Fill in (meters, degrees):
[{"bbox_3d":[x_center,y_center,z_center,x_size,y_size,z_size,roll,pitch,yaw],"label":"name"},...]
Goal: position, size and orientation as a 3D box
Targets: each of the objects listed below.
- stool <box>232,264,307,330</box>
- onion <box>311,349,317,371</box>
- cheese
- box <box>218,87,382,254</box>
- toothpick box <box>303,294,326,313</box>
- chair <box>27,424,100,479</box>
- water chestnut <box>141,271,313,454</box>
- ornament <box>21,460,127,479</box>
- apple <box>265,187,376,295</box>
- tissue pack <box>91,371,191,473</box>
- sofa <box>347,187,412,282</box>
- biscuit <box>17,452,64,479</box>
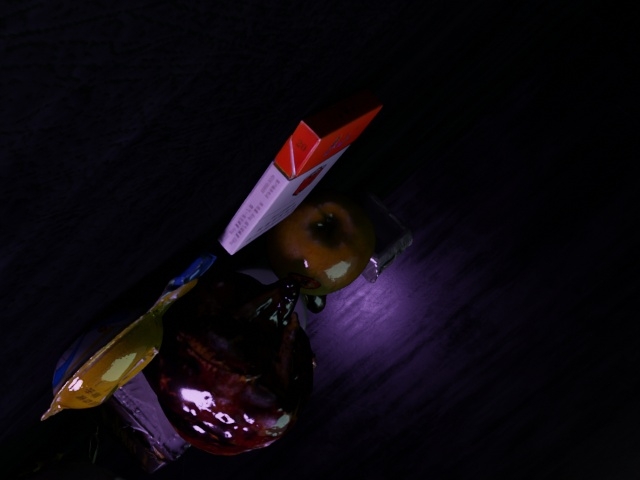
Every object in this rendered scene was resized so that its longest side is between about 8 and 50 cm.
[{"bbox_3d":[-0.149,0.166,1.193,0.195,0.195,0.199,-41,-179,-27],"label":"stool"},{"bbox_3d":[-0.179,0.303,1.419,0.341,0.341,0.341,-42,176,-3],"label":"onion"},{"bbox_3d":[-0.225,0.113,0.697,0.270,0.069,0.177,-44,177,-5],"label":"cheese"},{"bbox_3d":[-0.031,-0.081,0.718,0.139,0.035,0.245,-38,175,-45],"label":"box"},{"bbox_3d":[-0.121,0.177,1.658,0.294,0.192,0.192,-36,175,-14],"label":"toothpick box"},{"bbox_3d":[-0.704,0.656,1.552,0.160,0.170,0.325,164,-65,-81],"label":"chair"},{"bbox_3d":[-0.130,0.173,0.875,0.245,0.288,0.289,-12,175,-1],"label":"water chestnut"},{"bbox_3d":[-0.581,0.694,1.326,0.337,0.337,0.337,-42,176,-3],"label":"ornament"},{"bbox_3d":[0.000,0.000,0.922,0.182,0.182,0.155,-40,169,-22],"label":"apple"},{"bbox_3d":[-0.333,0.337,1.197,0.198,0.210,0.370,-46,178,-34],"label":"tissue pack"},{"bbox_3d":[0.100,0.001,1.568,0.210,0.225,0.176,-42,174,-42],"label":"sofa"},{"bbox_3d":[-0.660,0.529,1.367,0.048,0.026,0.292,-24,172,-17],"label":"biscuit"}]
